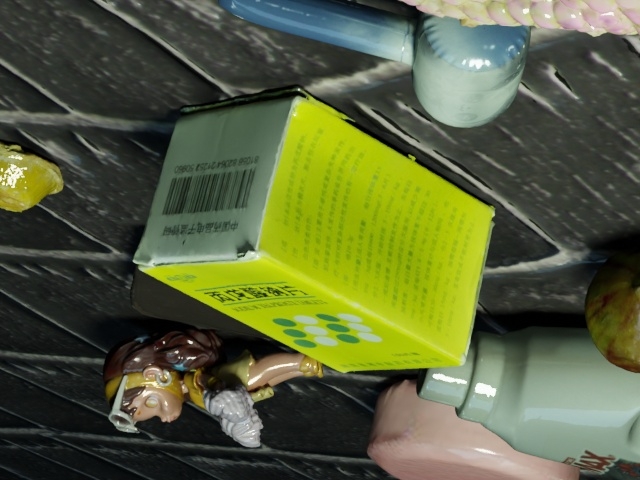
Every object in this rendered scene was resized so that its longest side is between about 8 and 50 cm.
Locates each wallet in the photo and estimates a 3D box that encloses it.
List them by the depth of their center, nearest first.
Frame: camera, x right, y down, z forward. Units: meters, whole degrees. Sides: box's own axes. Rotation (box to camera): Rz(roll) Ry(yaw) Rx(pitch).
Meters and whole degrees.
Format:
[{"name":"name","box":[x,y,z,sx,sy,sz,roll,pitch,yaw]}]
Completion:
[{"name":"wallet","box":[-0.028,0.059,1.660,0.309,0.042,0.165,11,160,-4]}]

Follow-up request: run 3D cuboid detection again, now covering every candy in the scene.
[{"name":"candy","box":[0.175,0.227,1.938,0.255,0.094,0.255,12,162,4]}]

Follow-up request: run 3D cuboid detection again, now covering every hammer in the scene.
[{"name":"hammer","box":[0.030,-0.131,1.046,0.194,0.069,0.116,15,163,5]}]

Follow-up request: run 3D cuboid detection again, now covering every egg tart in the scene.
[{"name":"egg tart","box":[-0.274,-0.054,1.493,0.105,0.039,0.105,13,162,4]}]

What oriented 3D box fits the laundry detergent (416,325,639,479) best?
[{"name":"laundry detergent","box":[0.292,0.152,1.598,0.398,0.125,0.264,13,160,-4]}]

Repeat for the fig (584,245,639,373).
[{"name":"fig","box":[0.259,0.051,1.365,0.109,0.103,0.154,-18,161,15]}]

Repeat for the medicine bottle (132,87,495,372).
[{"name":"medicine bottle","box":[0.000,0.000,1.323,0.137,0.141,0.250,-3,156,45]}]

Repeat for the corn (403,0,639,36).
[{"name":"corn","box":[0.194,-0.146,0.814,0.335,0.127,0.126,2,159,32]}]

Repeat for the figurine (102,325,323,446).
[{"name":"figurine","box":[-0.120,0.154,1.881,0.240,0.116,0.175,3,162,9]}]
